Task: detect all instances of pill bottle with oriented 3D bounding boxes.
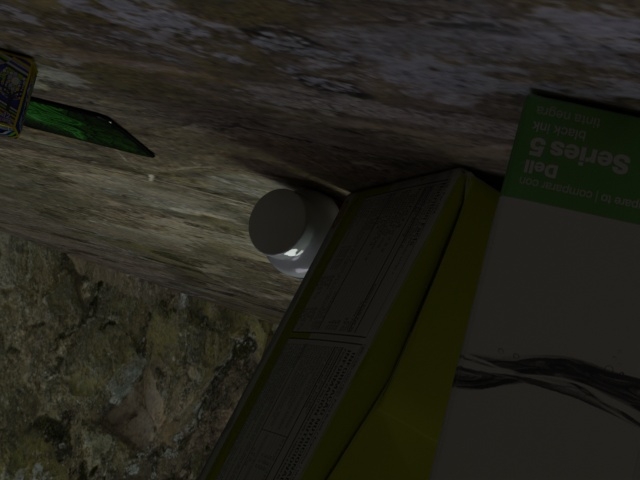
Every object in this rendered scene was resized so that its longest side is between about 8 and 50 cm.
[{"bbox_3d":[0.000,0.000,1.581,0.086,0.086,0.152,11,173,34],"label":"pill bottle"}]

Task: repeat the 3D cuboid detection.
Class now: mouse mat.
[{"bbox_3d":[-0.245,-0.112,1.550,0.153,0.007,0.189,14,173,10],"label":"mouse mat"}]

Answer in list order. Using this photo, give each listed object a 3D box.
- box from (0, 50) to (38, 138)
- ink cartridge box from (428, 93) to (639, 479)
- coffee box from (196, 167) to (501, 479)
[{"bbox_3d":[-0.307,-0.130,1.264,0.169,0.059,0.054,15,172,-3],"label":"box"},{"bbox_3d":[0.147,0.074,0.978,0.115,0.273,0.198,14,174,12],"label":"ink cartridge box"},{"bbox_3d":[0.127,0.176,1.368,0.338,0.338,0.334,30,170,-11],"label":"coffee box"}]
